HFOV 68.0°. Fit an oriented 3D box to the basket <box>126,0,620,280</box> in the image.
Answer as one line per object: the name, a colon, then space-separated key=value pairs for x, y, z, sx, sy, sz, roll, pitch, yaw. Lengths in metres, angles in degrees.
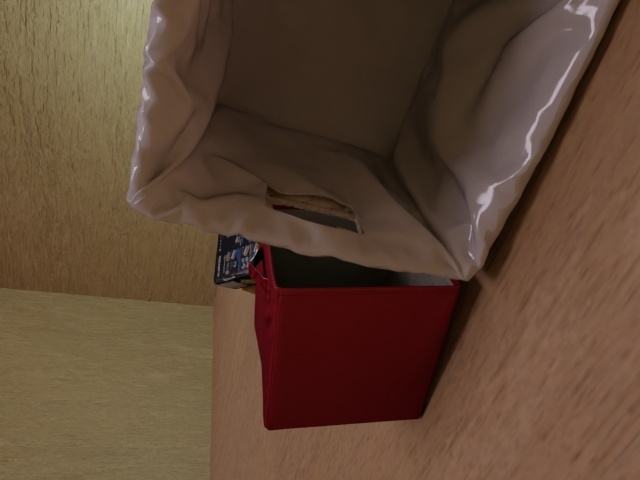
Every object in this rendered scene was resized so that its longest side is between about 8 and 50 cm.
basket: x=0.027 y=-0.185 z=0.449 sx=0.266 sy=0.328 sz=0.331 roll=-108 pitch=33 yaw=-59

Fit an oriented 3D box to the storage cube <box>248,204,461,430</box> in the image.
storage cube: x=0.021 y=0.082 z=0.563 sx=0.184 sy=0.214 sz=0.193 roll=-111 pitch=24 yaw=-58

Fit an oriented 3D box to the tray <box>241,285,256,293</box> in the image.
tray: x=-0.058 y=-0.094 z=0.964 sx=0.203 sy=0.076 sz=0.411 roll=170 pitch=119 yaw=-84

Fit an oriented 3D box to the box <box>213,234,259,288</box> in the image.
box: x=-0.108 y=-0.037 z=0.828 sx=0.175 sy=0.051 sz=0.220 roll=-17 pitch=63 yaw=40
